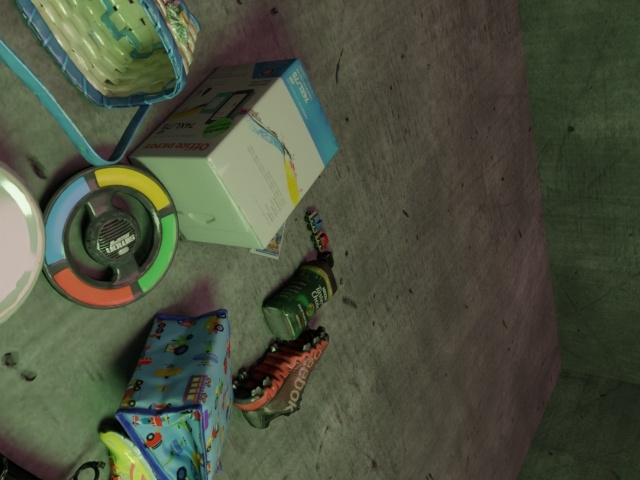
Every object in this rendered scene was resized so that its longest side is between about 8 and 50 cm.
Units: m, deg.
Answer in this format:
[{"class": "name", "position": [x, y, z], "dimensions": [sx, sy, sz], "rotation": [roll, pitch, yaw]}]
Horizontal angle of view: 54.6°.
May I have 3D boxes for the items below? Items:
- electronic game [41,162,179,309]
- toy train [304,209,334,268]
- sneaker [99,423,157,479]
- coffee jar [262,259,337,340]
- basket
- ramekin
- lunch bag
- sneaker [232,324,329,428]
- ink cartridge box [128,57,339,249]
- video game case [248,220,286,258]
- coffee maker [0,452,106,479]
[{"class": "electronic game", "position": [-0.320, -0.006, 0.955], "dimensions": [0.229, 0.048, 0.229], "rotation": [-14, 109, -43]}, {"class": "toy train", "position": [0.000, 0.000, 1.413], "dimensions": [0.027, 0.036, 0.158], "rotation": [-46, 130, -39]}, {"class": "sneaker", "position": [-0.316, 0.396, 1.023], "dimensions": [0.094, 0.081, 0.208], "rotation": [-34, 113, -23]}, {"class": "coffee jar", "position": [-0.039, 0.125, 1.345], "dimensions": [0.184, 0.079, 0.096], "rotation": [-46, 130, -40]}, {"class": "basket", "position": [-0.302, -0.279, 0.830], "dimensions": [0.254, 0.201, 0.289], "rotation": [59, 41, -40]}, {"class": "ramekin", "position": [-0.456, 0.002, 0.729], "dimensions": [0.273, 0.127, 0.272], "rotation": [-12, 105, -52]}, {"class": "lunch bag", "position": [-0.208, 0.301, 1.061], "dimensions": [0.221, 0.138, 0.293], "rotation": [-84, 167, -55]}, {"class": "sneaker", "position": [-0.073, 0.290, 1.310], "dimensions": [0.276, 0.098, 0.135], "rotation": [-39, 124, -41]}, {"class": "ink cartridge box", "position": [-0.139, -0.150, 1.070], "dimensions": [0.270, 0.198, 0.197], "rotation": [-56, 136, -32]}, {"class": "video game case", "position": [-0.106, -0.027, 1.289], "dimensions": [0.087, 0.011, 0.122], "rotation": [18, 80, -53]}, {"class": "coffee maker", "position": [-0.420, 0.358, 0.863], "dimensions": [0.171, 0.120, 0.178], "rotation": [-83, 152, -42]}]
